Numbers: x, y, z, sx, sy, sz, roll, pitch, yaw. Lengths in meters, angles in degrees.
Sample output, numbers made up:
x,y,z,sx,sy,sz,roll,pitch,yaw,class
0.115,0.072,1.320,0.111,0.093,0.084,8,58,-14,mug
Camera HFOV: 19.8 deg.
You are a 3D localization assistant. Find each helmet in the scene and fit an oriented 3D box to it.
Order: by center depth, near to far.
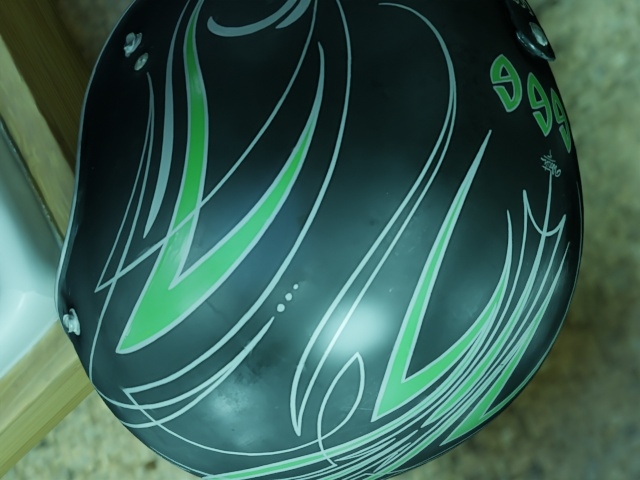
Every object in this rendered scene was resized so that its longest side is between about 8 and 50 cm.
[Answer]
x,y,z,sx,sy,sz,roll,pitch,yaw,class
0.000,0.000,0.588,0.169,0.169,0.162,-9,66,36,helmet

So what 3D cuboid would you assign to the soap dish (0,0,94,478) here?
x,y,z,sx,sy,sz,roll,pitch,yaw,class
-0.189,-0.025,0.760,0.229,0.118,0.291,-43,63,27,soap dish
